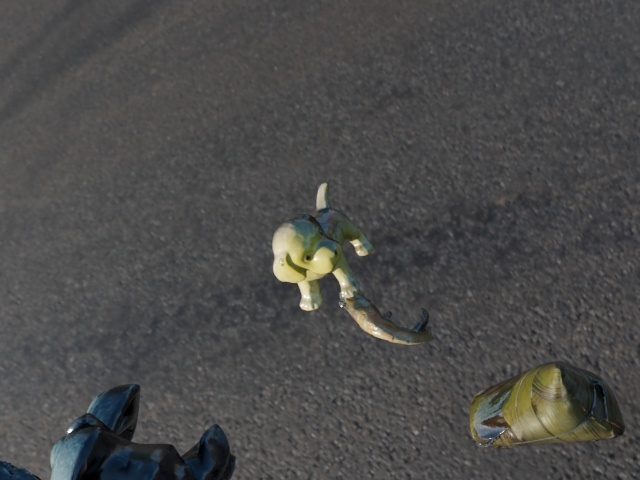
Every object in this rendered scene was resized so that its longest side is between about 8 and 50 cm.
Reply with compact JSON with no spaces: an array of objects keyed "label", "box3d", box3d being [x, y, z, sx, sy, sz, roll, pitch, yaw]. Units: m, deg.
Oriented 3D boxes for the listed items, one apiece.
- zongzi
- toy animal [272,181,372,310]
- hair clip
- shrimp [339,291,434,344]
[{"label":"zongzi","box3d":[0.369,0.287,1.563,0.286,0.300,0.138,-15,61,29]},{"label":"toy animal","box3d":[0.003,0.016,1.429,0.121,0.168,0.233,-15,18,21]},{"label":"hair clip","box3d":[-0.198,0.274,0.733,0.195,0.206,0.310,23,71,9]},{"label":"shrimp","box3d":[0.122,0.135,1.587,0.219,0.152,0.046,35,117,54]}]
